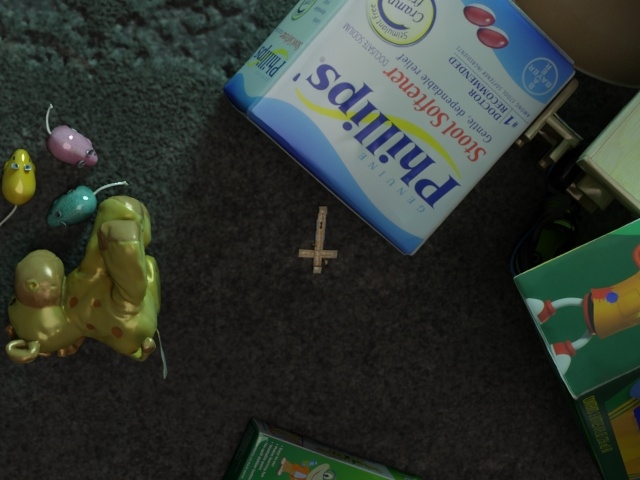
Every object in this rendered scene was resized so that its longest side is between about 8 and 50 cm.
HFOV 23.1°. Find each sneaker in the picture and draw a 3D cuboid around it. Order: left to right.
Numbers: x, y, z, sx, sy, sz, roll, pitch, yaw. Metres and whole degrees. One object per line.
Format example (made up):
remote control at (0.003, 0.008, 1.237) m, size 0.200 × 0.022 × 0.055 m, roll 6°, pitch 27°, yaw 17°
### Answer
sneaker at (0.296, -0.027, 1.902) m, size 0.067 × 0.078 × 0.188 m, roll 26°, pitch 91°, yaw -19°

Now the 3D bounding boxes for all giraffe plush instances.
giraffe plush at (-0.270, 0.062, 1.745) m, size 0.171 × 0.181 × 0.210 m, roll -8°, pitch 90°, yaw 0°

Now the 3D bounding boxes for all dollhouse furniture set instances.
dollhouse furniture set at (0.360, -0.108, 1.765) m, size 0.212 × 0.242 × 0.161 m, roll 42°, pitch 87°, yaw 0°

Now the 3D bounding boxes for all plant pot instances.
plant pot at (0.370, -0.342, 1.759) m, size 0.191 × 0.284 × 0.284 m, roll -47°, pitch 115°, yaw -33°

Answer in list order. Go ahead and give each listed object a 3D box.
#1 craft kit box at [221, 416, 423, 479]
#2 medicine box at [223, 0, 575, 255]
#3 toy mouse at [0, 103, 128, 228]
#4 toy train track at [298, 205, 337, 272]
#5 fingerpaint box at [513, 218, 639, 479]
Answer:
craft kit box at (-0.024, 0.375, 1.950) m, size 0.247 × 0.061 × 0.249 m, roll 21°, pitch 99°, yaw -21°
medicine box at (0.087, -0.180, 1.771) m, size 0.263 × 0.149 × 0.289 m, roll 40°, pitch 92°, yaw -20°
toy mouse at (-0.286, -0.069, 1.769) m, size 0.143 × 0.031 × 0.161 m, roll 10°, pitch 102°, yaw -17°
toy train track at (0.000, 0.000, 1.871) m, size 0.048 × 0.014 × 0.083 m, roll 1°, pitch 104°, yaw -15°
fingerpaint box at (0.448, 0.107, 1.772) m, size 0.371 × 0.163 × 0.445 m, roll -25°, pitch 153°, yaw 4°
